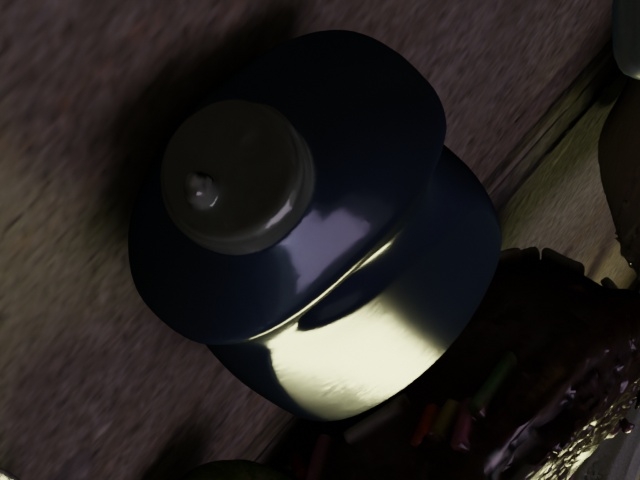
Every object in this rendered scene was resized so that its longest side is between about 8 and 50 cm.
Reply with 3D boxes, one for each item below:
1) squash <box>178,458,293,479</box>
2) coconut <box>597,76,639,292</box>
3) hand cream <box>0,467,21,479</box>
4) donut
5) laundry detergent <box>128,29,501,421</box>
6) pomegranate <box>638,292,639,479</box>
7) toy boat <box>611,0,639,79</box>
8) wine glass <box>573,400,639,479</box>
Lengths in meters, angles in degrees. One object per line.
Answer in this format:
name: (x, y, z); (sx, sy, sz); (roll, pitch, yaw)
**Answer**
squash: (-0.046, 0.154, 0.673); (0.066, 0.066, 0.229); (-42, 161, -34)
coconut: (0.250, -0.053, 0.803); (0.227, 0.227, 0.230); (-41, 162, -37)
hand cream: (-0.160, 0.185, 0.402); (0.314, 0.089, 0.139); (-58, 168, -9)
donut: (0.056, 0.118, 0.827); (0.270, 0.103, 0.269); (-45, 163, -18)
laundry detergent: (-0.001, -0.001, 0.477); (0.096, 0.061, 0.206); (-45, 164, 1)
pomegranate: (0.404, 0.157, 1.441); (0.410, 0.410, 0.410); (-48, 164, -18)
toy boat: (0.220, -0.180, 0.603); (0.332, 0.145, 0.133); (-49, -168, -10)
wine glass: (0.181, 0.148, 1.162); (0.196, 0.165, 0.165); (-53, 165, -16)
